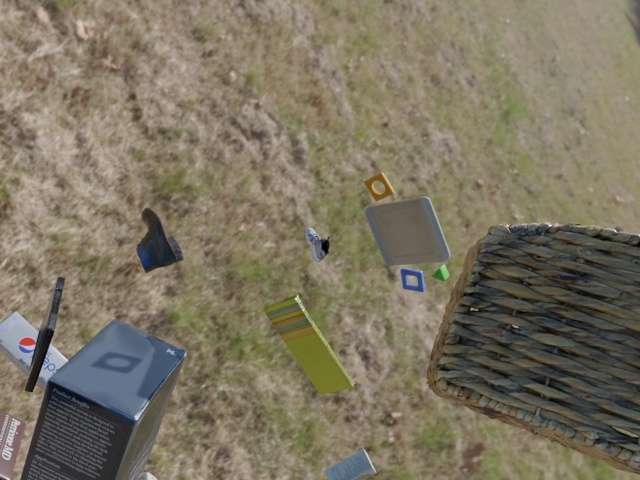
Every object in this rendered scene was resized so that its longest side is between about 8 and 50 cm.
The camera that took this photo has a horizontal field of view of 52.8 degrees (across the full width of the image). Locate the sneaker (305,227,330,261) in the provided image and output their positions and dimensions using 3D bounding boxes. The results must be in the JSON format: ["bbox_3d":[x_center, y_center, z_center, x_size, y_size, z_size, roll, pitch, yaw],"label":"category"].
[{"bbox_3d":[0.000,0.000,1.679,0.038,0.069,0.098,-2,64,-42],"label":"sneaker"}]

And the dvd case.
[{"bbox_3d":[-0.671,0.222,1.578,0.022,0.181,0.253,19,19,-23],"label":"dvd case"}]

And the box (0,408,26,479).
[{"bbox_3d":[-0.737,0.331,1.140,0.381,0.143,0.191,42,3,-24],"label":"box"}]

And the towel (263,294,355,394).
[{"bbox_3d":[-0.024,0.225,1.371,0.237,0.102,0.021,58,41,-13],"label":"towel"}]

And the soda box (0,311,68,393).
[{"bbox_3d":[-0.784,0.335,1.797,0.286,0.098,0.091,46,55,-6],"label":"soda box"}]

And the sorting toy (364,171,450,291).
[{"bbox_3d":[0.229,-0.026,1.685,0.047,0.195,0.348,-41,114,-45],"label":"sorting toy"}]

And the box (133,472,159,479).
[{"bbox_3d":[-0.310,0.562,1.138,0.094,0.113,0.275,57,-1,-36],"label":"box"}]

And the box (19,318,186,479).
[{"bbox_3d":[-0.517,0.445,1.533,0.211,0.396,0.293,25,21,2],"label":"box"}]

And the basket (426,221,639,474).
[{"bbox_3d":[0.279,0.111,0.683,0.223,0.298,0.214,60,50,-74],"label":"basket"}]

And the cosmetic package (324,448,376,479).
[{"bbox_3d":[0.074,0.575,1.605,0.060,0.115,0.041,62,0,36],"label":"cosmetic package"}]

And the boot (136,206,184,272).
[{"bbox_3d":[-0.457,-0.004,1.716,0.106,0.082,0.219,-27,50,-21],"label":"boot"}]
